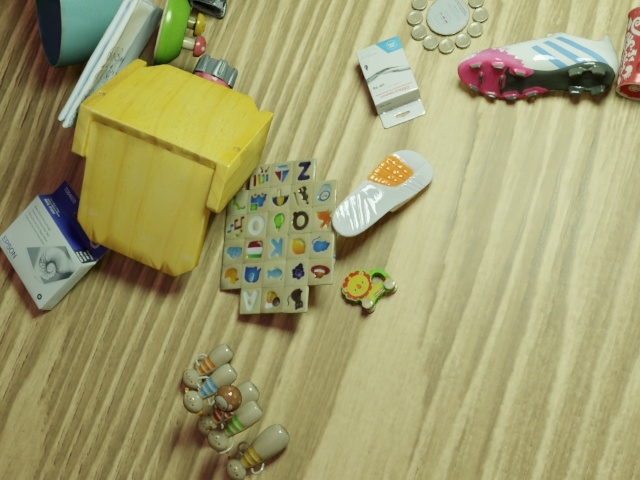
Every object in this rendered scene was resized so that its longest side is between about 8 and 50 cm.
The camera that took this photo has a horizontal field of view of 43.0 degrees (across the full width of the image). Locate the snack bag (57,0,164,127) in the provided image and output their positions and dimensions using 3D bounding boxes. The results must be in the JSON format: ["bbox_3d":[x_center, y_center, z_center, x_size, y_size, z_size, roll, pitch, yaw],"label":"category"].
[{"bbox_3d":[-0.456,-0.395,1.816,0.037,0.342,0.323,30,97,-5],"label":"snack bag"}]

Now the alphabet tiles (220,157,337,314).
[{"bbox_3d":[-0.092,-0.009,1.765,0.285,0.011,0.342,-5,73,30],"label":"alphabet tiles"}]

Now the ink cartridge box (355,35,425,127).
[{"bbox_3d":[0.158,-0.355,1.821,0.104,0.060,0.180,-20,72,6],"label":"ink cartridge box"}]

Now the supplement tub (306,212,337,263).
[{"bbox_3d":[0.000,0.000,1.756,0.071,0.071,0.107,-1,76,12],"label":"supplement tub"}]

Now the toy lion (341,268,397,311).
[{"bbox_3d":[0.099,0.097,1.731,0.100,0.034,0.096,-41,63,-1],"label":"toy lion"}]

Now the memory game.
[{"bbox_3d":[0.291,-0.514,1.860,0.186,0.012,0.186,-3,74,12],"label":"memory game"}]

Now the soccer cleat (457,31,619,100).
[{"bbox_3d":[0.466,-0.383,1.748,0.331,0.116,0.143,5,55,15],"label":"soccer cleat"}]

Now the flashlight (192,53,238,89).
[{"bbox_3d":[-0.291,-0.275,1.880,0.103,0.103,0.304,17,79,37],"label":"flashlight"}]

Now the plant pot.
[{"bbox_3d":[-0.557,-0.567,1.949,0.195,0.290,0.290,-9,70,-28],"label":"plant pot"}]

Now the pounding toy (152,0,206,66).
[{"bbox_3d":[-0.319,-0.479,1.897,0.110,0.237,0.182,14,83,-12],"label":"pounding toy"}]

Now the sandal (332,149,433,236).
[{"bbox_3d":[0.123,-0.098,1.742,0.265,0.076,0.102,-37,85,-17],"label":"sandal"}]

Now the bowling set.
[{"bbox_3d":[-0.212,0.341,1.651,0.154,0.200,0.287,-39,67,2],"label":"bowling set"}]

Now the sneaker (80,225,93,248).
[{"bbox_3d":[-0.528,-0.016,1.894,0.098,0.038,0.069,31,85,18],"label":"sneaker"}]

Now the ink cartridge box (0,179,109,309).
[{"bbox_3d":[-0.621,0.008,1.879,0.224,0.045,0.223,-44,70,13],"label":"ink cartridge box"}]

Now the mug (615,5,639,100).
[{"bbox_3d":[0.668,-0.391,1.679,0.113,0.150,0.169,10,81,45],"label":"mug"}]

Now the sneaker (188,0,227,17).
[{"bbox_3d":[-0.219,-0.627,1.961,0.269,0.101,0.153,-10,74,16],"label":"sneaker"}]

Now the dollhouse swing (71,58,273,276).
[{"bbox_3d":[-0.331,-0.156,1.793,0.347,0.305,0.315,22,44,10],"label":"dollhouse swing"}]
